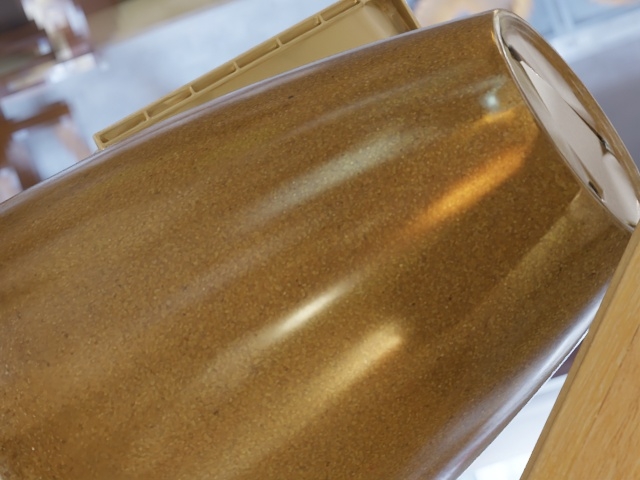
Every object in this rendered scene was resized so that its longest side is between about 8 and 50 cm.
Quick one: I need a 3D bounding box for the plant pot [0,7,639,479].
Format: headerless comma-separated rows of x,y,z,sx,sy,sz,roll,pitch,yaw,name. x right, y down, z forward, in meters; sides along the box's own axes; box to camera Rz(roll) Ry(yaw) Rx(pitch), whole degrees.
0.009,0.017,0.872,0.237,0.254,0.237,45,22,-24,plant pot

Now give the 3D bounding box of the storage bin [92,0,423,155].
0.000,0.000,1.342,0.262,0.260,0.123,57,-26,3,storage bin

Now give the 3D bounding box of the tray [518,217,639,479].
0.168,-0.052,0.593,0.411,0.076,0.203,-64,163,0,tray
